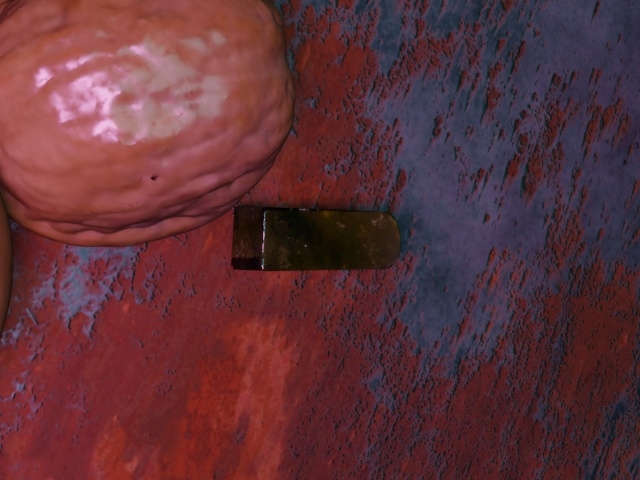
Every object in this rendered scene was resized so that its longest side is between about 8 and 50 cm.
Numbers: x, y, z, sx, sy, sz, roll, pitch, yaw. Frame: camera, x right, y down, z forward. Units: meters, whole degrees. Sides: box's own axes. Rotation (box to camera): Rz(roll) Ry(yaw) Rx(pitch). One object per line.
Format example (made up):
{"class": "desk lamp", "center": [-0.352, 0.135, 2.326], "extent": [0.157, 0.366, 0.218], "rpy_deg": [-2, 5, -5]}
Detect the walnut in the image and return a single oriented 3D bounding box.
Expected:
{"class": "walnut", "center": [-0.206, -0.143, 1.024], "extent": [0.344, 0.306, 0.306], "rpy_deg": [-23, 104, -24]}

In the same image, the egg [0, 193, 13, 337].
{"class": "egg", "center": [-0.427, 0.046, 0.875], "extent": [0.301, 0.301, 0.374], "rpy_deg": [25, 91, -31]}

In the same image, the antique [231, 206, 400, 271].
{"class": "antique", "center": [0.000, 0.000, 1.297], "extent": [0.221, 0.080, 0.081], "rpy_deg": [2, 91, -35]}
